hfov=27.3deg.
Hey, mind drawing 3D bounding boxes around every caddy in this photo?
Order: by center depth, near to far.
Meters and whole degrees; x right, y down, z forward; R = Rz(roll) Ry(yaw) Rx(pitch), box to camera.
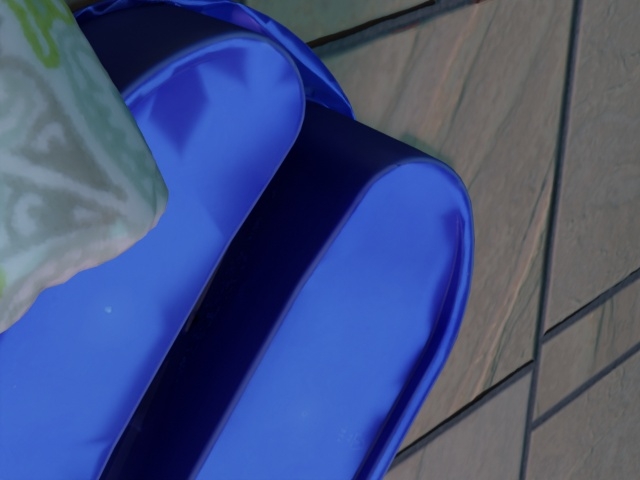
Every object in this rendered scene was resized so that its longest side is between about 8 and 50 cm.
[{"bbox_3d":[-0.086,0.041,0.654,0.241,0.179,0.341,33,83,-30],"label":"caddy"}]

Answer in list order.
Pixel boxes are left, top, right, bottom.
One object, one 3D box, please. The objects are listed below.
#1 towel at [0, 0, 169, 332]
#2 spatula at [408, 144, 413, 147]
[{"bbox_3d":[-0.261,-0.048,0.365,0.374,0.090,0.320,-37,112,-28],"label":"towel"},{"bbox_3d":[0.000,0.000,0.868,0.242,0.019,0.168,24,97,-53],"label":"spatula"}]
